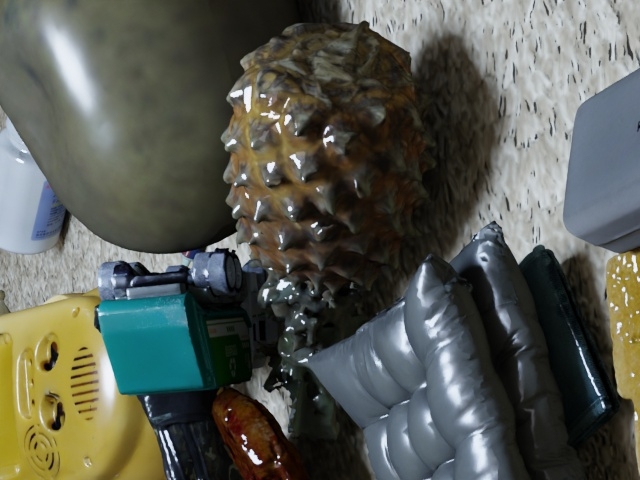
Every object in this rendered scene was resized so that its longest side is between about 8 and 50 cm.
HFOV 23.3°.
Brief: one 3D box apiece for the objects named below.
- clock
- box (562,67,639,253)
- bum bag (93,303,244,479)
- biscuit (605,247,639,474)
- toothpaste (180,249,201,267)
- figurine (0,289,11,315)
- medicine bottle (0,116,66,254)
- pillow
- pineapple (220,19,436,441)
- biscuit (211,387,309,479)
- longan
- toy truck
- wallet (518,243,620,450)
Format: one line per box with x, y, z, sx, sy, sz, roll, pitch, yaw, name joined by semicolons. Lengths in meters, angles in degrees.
-0.234;0.166;1.642;0.317;0.200;0.244;-18;77;52;clock
0.230;-0.072;0.877;0.244;0.055;0.103;-31;43;57;box
-0.132;0.160;1.471;0.069;0.102;0.248;-34;77;54;bum bag
0.237;0.081;0.908;0.238;0.041;0.212;-118;38;-49;biscuit
-0.120;-0.026;1.583;0.037;0.021;0.140;54;133;40;toothpaste
-0.362;0.248;1.884;0.207;0.166;0.386;-11;84;44;figurine
-0.360;-0.083;1.935;0.103;0.103;0.186;57;138;45;medicine bottle
0.101;0.181;1.075;0.228;0.101;0.326;129;129;-62;pillow
0.000;0.000;1.246;0.361;0.175;0.175;95;155;-45;pineapple
-0.036;0.211;1.343;0.192;0.049;0.192;61;171;17;biscuit
-0.148;-0.156;1.389;0.288;0.288;0.350;-45;63;53;longan
-0.113;0.070;1.361;0.253;0.114;0.124;15;-110;-76;toy truck
0.161;0.077;1.061;0.088;0.026;0.129;120;137;-53;wallet
